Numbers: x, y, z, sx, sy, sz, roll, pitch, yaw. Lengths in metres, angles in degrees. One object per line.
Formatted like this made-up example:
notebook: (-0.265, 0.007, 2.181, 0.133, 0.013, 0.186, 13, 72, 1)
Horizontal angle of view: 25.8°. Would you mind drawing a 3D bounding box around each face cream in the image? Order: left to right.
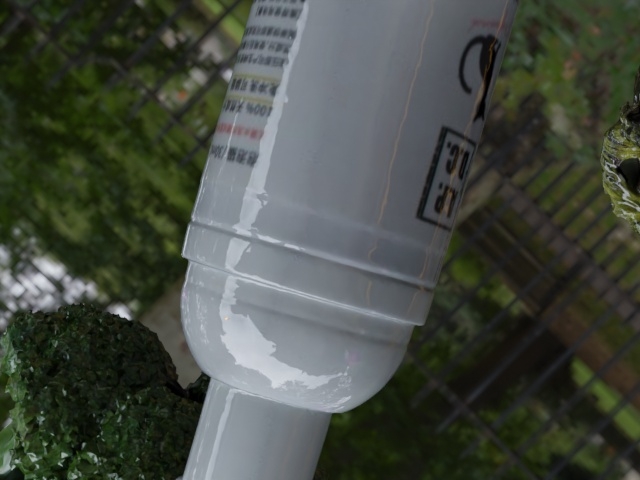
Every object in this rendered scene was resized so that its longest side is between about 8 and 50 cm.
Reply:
face cream: (0.000, 0.000, 0.771, 0.145, 0.369, 0.145, 15, 180, 0)

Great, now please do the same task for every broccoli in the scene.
broccoli: (-0.132, 0.259, 1.087, 0.321, 0.310, 0.413, 39, 150, 56)

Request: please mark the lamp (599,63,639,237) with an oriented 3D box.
lamp: (0.334, -0.080, 1.069, 0.247, 0.247, 0.247, 45, -177, -3)
